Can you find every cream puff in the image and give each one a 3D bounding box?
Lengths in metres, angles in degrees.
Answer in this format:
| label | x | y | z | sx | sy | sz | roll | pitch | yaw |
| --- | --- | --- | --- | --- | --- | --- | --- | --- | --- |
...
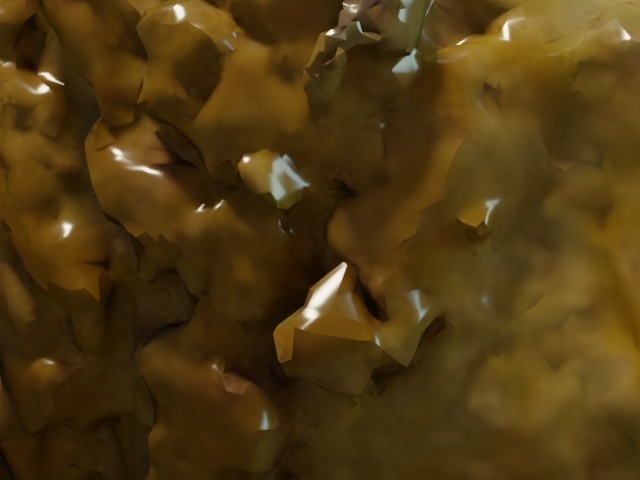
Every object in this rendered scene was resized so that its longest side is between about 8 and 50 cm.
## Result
| label | x | y | z | sx | sy | sz | roll | pitch | yaw |
| --- | --- | --- | --- | --- | --- | --- | --- | --- | --- |
| cream puff | 0.000 | 0.000 | 0.483 | 0.327 | 0.231 | 0.343 | 76 | -6 | -46 |
